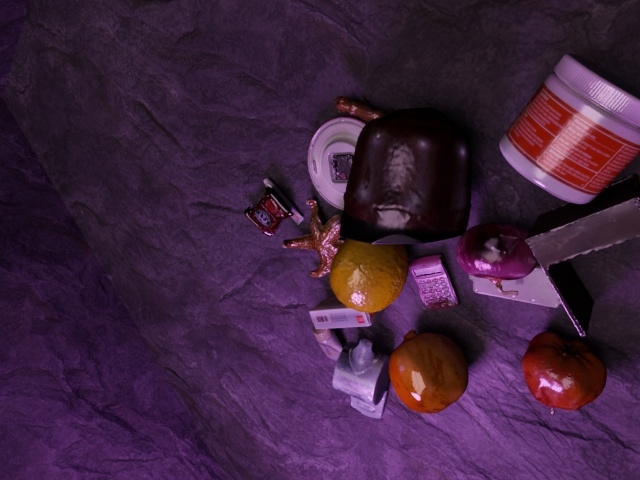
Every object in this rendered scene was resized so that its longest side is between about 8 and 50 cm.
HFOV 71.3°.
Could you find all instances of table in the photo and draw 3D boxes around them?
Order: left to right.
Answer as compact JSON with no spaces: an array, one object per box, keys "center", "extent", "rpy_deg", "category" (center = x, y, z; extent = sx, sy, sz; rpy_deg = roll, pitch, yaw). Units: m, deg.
[{"center":[0.695,0.038,1.073],"extent":[0.250,0.196,0.282],"rpy_deg":[-31,92,40],"category":"table"}]

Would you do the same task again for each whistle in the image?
[{"center":[0.175,0.530,1.706],"extent":[0.168,0.188,0.405],"rpy_deg":[15,151,26],"category":"whistle"}]

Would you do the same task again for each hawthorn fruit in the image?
[{"center":[0.667,0.389,1.246],"extent":[0.207,0.207,0.243],"rpy_deg":[16,122,31],"category":"hawthorn fruit"}]

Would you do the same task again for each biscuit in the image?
[{"center":[-0.200,-0.112,1.746],"extent":[0.151,0.063,0.235],"rpy_deg":[52,138,0],"category":"biscuit"}]

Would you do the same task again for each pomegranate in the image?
[{"center":[0.350,0.416,1.447],"extent":[0.264,0.264,0.265],"rpy_deg":[15,117,31],"category":"pomegranate"}]

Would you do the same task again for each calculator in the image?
[{"center":[0.370,0.139,1.458],"extent":[0.126,0.034,0.191],"rpy_deg":[-15,105,39],"category":"calculator"}]

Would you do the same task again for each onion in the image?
[{"center":[0.475,0.030,1.214],"extent":[0.207,0.200,0.201],"rpy_deg":[37,129,40],"category":"onion"}]

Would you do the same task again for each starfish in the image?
[{"center":[-0.004,-0.001,1.631],"extent":[0.303,0.113,0.312],"rpy_deg":[-4,109,37],"category":"starfish"}]

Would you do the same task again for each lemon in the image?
[{"center":[0.162,0.091,1.448],"extent":[0.253,0.253,0.311],"rpy_deg":[31,101,23],"category":"lemon"}]

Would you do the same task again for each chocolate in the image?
[{"center":[0.229,-0.188,1.216],"extent":[0.383,0.383,0.332],"rpy_deg":[8,110,34],"category":"chocolate"}]

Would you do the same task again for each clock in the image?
[{"center":[0.089,-0.248,1.473],"extent":[0.318,0.080,0.319],"rpy_deg":[15,117,32],"category":"clock"}]

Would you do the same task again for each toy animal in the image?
[{"center":[0.152,-0.384,1.354],"extent":[0.241,0.099,0.057],"rpy_deg":[31,125,24],"category":"toy animal"}]

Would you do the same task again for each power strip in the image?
[{"center":[0.569,0.115,1.289],"extent":[0.270,0.046,0.118],"rpy_deg":[9,111,36],"category":"power strip"}]

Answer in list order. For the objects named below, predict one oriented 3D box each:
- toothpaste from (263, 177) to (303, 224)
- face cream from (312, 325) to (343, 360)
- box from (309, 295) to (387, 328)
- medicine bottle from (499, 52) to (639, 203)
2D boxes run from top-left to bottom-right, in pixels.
[{"center":[-0.143,-0.154,1.720],"extent":[0.218,0.033,0.052],"rpy_deg":[50,139,4],"category":"toothpaste"},{"center":[0.040,0.419,1.780],"extent":[0.114,0.070,0.224],"rpy_deg":[5,134,35],"category":"face cream"},{"center":[0.102,0.257,1.644],"extent":[0.269,0.135,0.079],"rpy_deg":[-12,102,41],"category":"box"},{"center":[0.575,-0.245,0.996],"extent":[0.252,0.252,0.241],"rpy_deg":[42,128,15],"category":"medicine bottle"}]
